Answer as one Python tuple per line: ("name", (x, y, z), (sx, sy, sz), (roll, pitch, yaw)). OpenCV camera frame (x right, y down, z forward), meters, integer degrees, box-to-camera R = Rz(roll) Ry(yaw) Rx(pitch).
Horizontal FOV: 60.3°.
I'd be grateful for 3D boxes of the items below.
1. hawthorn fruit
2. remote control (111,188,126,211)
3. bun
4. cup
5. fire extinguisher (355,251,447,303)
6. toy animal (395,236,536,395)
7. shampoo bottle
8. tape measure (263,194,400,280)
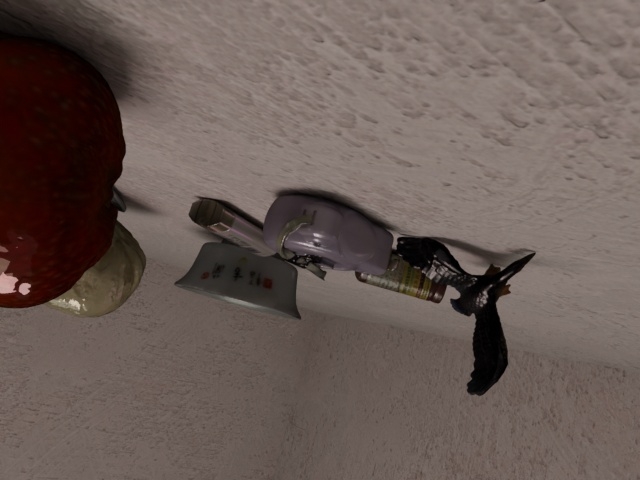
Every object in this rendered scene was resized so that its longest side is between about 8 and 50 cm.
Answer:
("hawthorn fruit", (-0.329, -0.076, 0.532), (0.299, 0.276, 0.275), (23, 167, -40))
("remote control", (-0.474, -0.105, 1.237), (0.049, 0.027, 0.184), (19, 165, -4))
("bun", (-0.571, 0.005, 1.266), (0.359, 0.211, 0.360), (38, -173, -6))
("cup", (-0.198, 0.092, 1.477), (0.346, 0.163, 0.347), (15, 169, 3))
("fire extinguisher", (0.117, 0.058, 1.082), (0.251, 0.075, 0.106), (15, 170, 2))
("toy animal", (0.256, 0.068, 0.877), (0.273, 0.197, 0.160), (57, -157, 17))
("shampoo bottle", (-0.173, -0.022, 1.139), (0.086, 0.056, 0.227), (12, 169, 28))
("tape measure", (-0.001, 0.001, 0.883), (0.196, 0.105, 0.178), (23, 168, -39))
